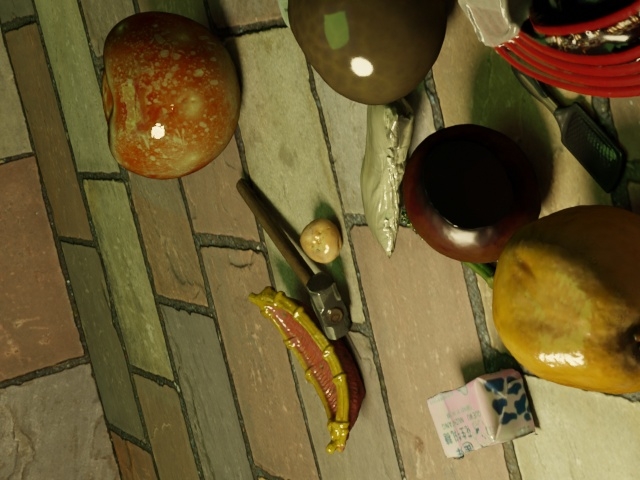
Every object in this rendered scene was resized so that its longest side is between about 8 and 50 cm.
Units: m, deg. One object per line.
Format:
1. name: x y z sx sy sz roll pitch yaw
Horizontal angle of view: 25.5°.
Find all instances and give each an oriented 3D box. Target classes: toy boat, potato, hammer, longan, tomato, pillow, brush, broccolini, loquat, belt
1. toy boat: -0.010 0.190 2.231 0.318 0.099 0.141 60 155 32
2. potato: 0.000 0.000 2.135 0.083 0.062 0.068 -164 73 -86
3. hammer: -0.057 0.010 2.256 0.365 0.043 0.111 52 169 45
4. longan: 0.058 -0.269 1.678 0.198 0.198 0.212 99 151 -44
5. tomato: -0.239 -0.234 2.284 0.270 0.223 0.270 178 90 -80
6. pillow: 0.083 -0.104 1.872 0.148 0.050 0.229 -101 13 -53
7. brush: 0.264 -0.132 1.530 0.193 0.016 0.063 55 149 33
8. broccolini: 0.186 0.026 1.780 0.239 0.051 0.054 44 131 36
9. loquat: 0.278 0.063 1.439 0.234 0.176 0.187 16 121 49
10. belt: 0.254 -0.250 1.263 0.324 0.115 0.227 2 128 55

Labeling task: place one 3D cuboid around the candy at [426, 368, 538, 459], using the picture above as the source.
1. candy: 0.208 0.225 1.819 0.160 0.073 0.092 -38 67 65

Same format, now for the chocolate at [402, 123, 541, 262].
1. chocolate: 0.176 -0.051 1.630 0.177 0.177 0.176 44 143 46

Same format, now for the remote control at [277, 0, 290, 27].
1. remote control: -0.044 -0.418 1.959 0.097 0.045 0.256 9 111 62
